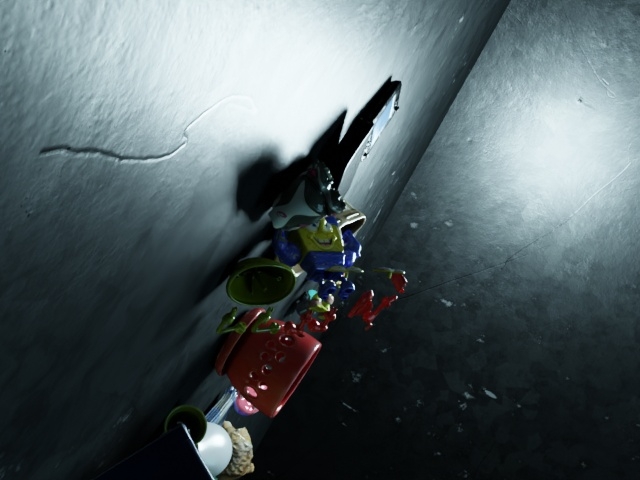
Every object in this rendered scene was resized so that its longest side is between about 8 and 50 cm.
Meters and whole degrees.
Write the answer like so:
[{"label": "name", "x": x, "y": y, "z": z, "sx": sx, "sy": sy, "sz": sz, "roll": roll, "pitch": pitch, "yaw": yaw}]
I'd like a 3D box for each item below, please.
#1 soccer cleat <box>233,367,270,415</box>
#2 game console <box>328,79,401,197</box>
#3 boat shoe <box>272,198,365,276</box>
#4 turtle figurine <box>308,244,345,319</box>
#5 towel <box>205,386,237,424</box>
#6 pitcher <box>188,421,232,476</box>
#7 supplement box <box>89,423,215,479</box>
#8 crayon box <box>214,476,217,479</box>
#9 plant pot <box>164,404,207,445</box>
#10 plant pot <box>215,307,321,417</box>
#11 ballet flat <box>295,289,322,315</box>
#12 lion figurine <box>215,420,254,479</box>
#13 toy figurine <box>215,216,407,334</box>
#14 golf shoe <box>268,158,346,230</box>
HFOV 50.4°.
[{"label": "soccer cleat", "x": -0.197, "y": 0.424, "z": 1.883, "sx": 0.095, "sy": 0.083, "sz": 0.248, "roll": -45, "pitch": -174, "yaw": 18}, {"label": "game console", "x": 0.093, "y": -0.212, "z": 1.416, "sx": 0.361, "sy": 0.044, "sz": 0.213, "roll": -58, "pitch": 173, "yaw": -33}, {"label": "boat shoe", "x": 0.000, "y": 0.000, "z": 1.454, "sx": 0.341, "sy": 0.110, "sz": 0.121, "roll": -48, "pitch": 167, "yaw": -50}, {"label": "turtle figurine", "x": 0.019, "y": 0.109, "z": 1.988, "sx": 0.269, "sy": 0.087, "sz": 0.217, "roll": 72, "pitch": 30, "yaw": -63}, {"label": "towel", "x": -0.317, "y": 0.510, "z": 1.705, "sx": 0.285, "sy": 0.034, "sz": 0.209, "roll": -47, "pitch": 168, "yaw": -45}, {"label": "pitcher", "x": -0.294, "y": 0.484, "z": 1.499, "sx": 0.178, "sy": 0.125, "sz": 0.207, "roll": -45, "pitch": 161, "yaw": 3}, {"label": "supplement box", "x": -0.262, "y": 0.479, "z": 1.174, "sx": 0.195, "sy": 0.194, "sz": 0.356, "roll": -29, "pitch": 162, "yaw": -19}, {"label": "crayon box", "x": -0.374, "y": 0.686, "z": 1.619, "sx": 0.203, "sy": 0.083, "sz": 0.323, "roll": -51, "pitch": 178, "yaw": 8}, {"label": "plant pot", "x": -0.274, "y": 0.376, "z": 1.355, "sx": 0.083, "sy": 0.083, "sz": 0.079, "roll": -54, "pitch": -178, "yaw": -31}, {"label": "plant pot", "x": -0.119, "y": 0.255, "z": 1.453, "sx": 0.191, "sy": 0.174, "sz": 0.191, "roll": -57, "pitch": 172, "yaw": -13}, {"label": "ballet flat", "x": -0.042, "y": 0.197, "z": 2.094, "sx": 0.074, "sy": 0.074, "sz": 0.203, "roll": -60, "pitch": 178, "yaw": 6}, {"label": "lion figurine", "x": -0.331, "y": 0.720, "z": 2.016, "sx": 0.392, "sy": 0.142, "sz": 0.240, "roll": -53, "pitch": 163, "yaw": -9}, {"label": "toy figurine", "x": -0.041, "y": 0.038, "z": 1.286, "sx": 0.363, "sy": 0.217, "sz": 0.191, "roll": 1, "pitch": 137, "yaw": -29}, {"label": "golf shoe", "x": -0.027, "y": -0.074, "z": 1.176, "sx": 0.120, "sy": 0.105, "sz": 0.273, "roll": -28, "pitch": -179, "yaw": 3}]
